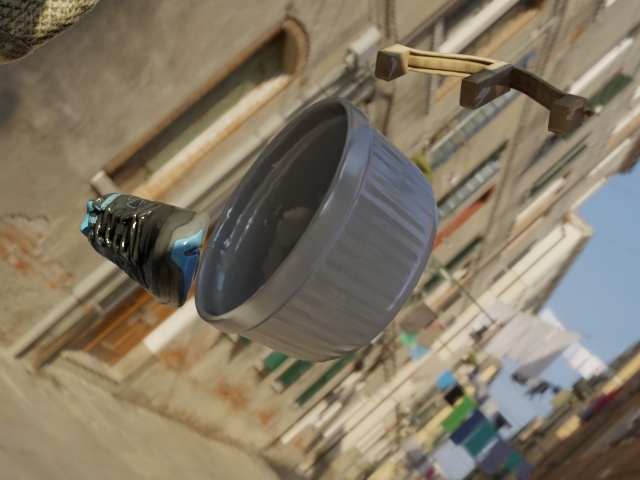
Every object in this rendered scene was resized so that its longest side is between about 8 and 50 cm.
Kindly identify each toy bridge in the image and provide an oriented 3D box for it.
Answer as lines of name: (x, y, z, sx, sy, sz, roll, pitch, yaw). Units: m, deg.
toy bridge: (0.138, -0.128, 0.845, 0.188, 0.063, 0.026, 23, -54, 33)

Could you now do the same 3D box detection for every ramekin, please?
ramekin: (0.000, 0.000, 0.830, 0.109, 0.207, 0.207, 33, -1, -22)

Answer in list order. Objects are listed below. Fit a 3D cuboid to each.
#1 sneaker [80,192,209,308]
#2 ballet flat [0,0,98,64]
sneaker: (-0.234, 0.005, 1.326, 0.139, 0.125, 0.341, 19, -4, -18)
ballet flat: (-0.297, -0.366, 0.795, 0.164, 0.182, 0.483, 44, -20, 46)
